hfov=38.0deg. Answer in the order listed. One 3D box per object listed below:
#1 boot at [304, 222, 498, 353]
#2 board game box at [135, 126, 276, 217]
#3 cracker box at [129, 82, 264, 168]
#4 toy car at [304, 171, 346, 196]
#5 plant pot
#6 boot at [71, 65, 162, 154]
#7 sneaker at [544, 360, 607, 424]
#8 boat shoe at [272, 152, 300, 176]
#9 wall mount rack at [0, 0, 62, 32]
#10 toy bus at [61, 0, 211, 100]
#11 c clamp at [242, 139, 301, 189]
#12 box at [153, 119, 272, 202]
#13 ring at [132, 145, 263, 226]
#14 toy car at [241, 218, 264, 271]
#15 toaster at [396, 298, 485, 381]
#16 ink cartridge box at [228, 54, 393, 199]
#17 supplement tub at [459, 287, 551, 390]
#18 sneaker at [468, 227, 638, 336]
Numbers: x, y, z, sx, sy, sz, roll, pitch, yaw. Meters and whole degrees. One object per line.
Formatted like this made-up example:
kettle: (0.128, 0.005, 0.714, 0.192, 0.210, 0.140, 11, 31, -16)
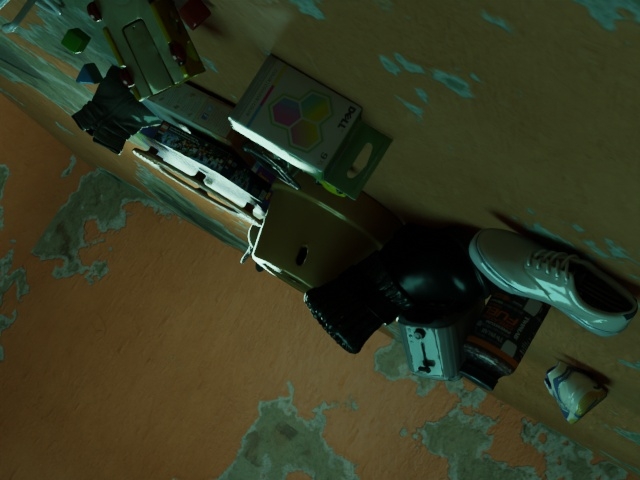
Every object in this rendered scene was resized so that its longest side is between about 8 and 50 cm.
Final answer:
boot: (0.134, 0.094, 1.631, 0.131, 0.260, 0.348, 59, 165, -13)
board game box: (-0.256, -0.183, 2.143, 0.347, 0.078, 0.233, 28, 171, 25)
cracker box: (-0.230, -0.236, 1.775, 0.232, 0.067, 0.156, 28, 173, 19)
toy car: (-0.040, -0.167, 1.551, 0.225, 0.053, 0.239, 31, 171, 6)
plant pot: (0.000, 0.000, 1.864, 0.291, 0.203, 0.291, 30, 171, 5)
boot: (-0.393, -0.245, 1.985, 0.246, 0.161, 0.083, 31, 172, 2)
sneaker: (0.590, 0.345, 2.176, 0.131, 0.112, 0.296, 47, 176, 20)
boat shoe: (-0.064, -0.159, 1.700, 0.043, 0.049, 0.137, 32, 170, 20)
wall mount rack: (-0.659, -0.481, 1.687, 0.350, 0.130, 0.304, 38, 169, -33)
toy bus: (-0.246, -0.301, 1.314, 0.191, 0.202, 0.104, 24, -159, 6)
c clamp: (-0.093, -0.144, 1.691, 0.137, 0.022, 0.161, 41, 175, -38)
box: (-0.206, -0.151, 1.814, 0.159, 0.044, 0.233, 29, 178, 19)
ring: (-0.269, -0.125, 2.087, 0.337, 0.032, 0.336, 31, 176, 3)
toy car: (-0.117, -0.010, 2.265, 0.149, 0.188, 0.155, 38, 170, -35)
toaster: (0.241, 0.168, 1.783, 0.129, 0.227, 0.146, 5, 115, 32)
ink cartridge box: (-0.012, -0.158, 1.309, 0.209, 0.109, 0.062, 31, 172, 4)
supplement tub: (0.330, 0.172, 1.689, 0.106, 0.198, 0.106, 30, 171, 5)
sneaker: (0.344, 0.046, 1.356, 0.258, 0.094, 0.091, 27, 153, 5)
